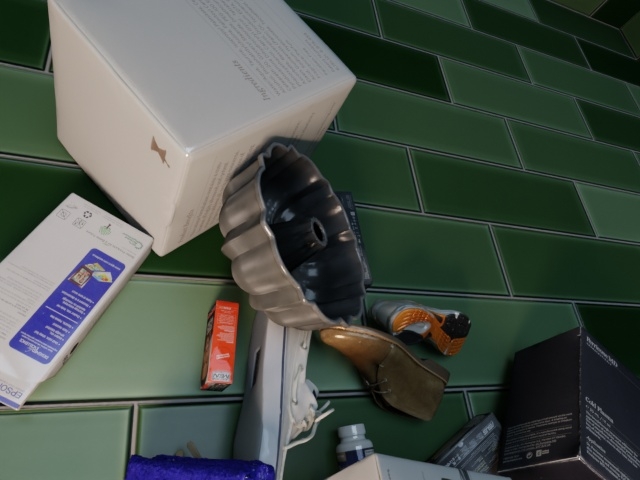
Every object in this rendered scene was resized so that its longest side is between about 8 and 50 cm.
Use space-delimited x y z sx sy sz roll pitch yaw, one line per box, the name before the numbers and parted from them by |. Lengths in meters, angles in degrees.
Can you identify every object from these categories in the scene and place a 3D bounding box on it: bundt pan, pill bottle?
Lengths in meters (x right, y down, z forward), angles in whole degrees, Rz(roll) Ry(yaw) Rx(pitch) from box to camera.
bundt pan | -0.053 0.006 0.797 0.331 0.124 0.330 48 30 -39
pill bottle | 0.063 0.388 0.809 0.067 0.067 0.120 3 62 -25

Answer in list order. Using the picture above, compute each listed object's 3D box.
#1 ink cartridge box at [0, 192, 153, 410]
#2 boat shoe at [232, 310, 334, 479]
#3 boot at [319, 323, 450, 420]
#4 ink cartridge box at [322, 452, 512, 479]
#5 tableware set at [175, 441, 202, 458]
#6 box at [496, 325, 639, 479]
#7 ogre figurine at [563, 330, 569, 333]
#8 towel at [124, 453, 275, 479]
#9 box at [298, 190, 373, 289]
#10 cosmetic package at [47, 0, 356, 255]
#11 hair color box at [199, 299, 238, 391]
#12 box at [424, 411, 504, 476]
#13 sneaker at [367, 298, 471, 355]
ink cartridge box | -0.434 0.087 0.742 0.166 0.065 0.332 32 52 -6
boat shoe | -0.048 0.275 0.792 0.157 0.135 0.366 18 47 -19
boot | 0.118 0.249 0.883 0.305 0.112 0.115 32 65 -18
ink cartridge box | 0.126 0.425 0.665 0.308 0.223 0.128 26 35 -31
tableware set | -0.193 0.416 0.680 0.128 0.039 0.194 -34 74 -12
box | 0.558 0.414 0.925 0.343 0.179 0.312 42 45 -5
ogre figurine | 0.662 0.323 1.125 0.118 0.097 0.196 -20 88 -51
towel | -0.175 0.439 0.578 0.228 0.076 0.307 -4 65 13
box | 0.000 0.000 1.003 0.184 0.059 0.232 0 64 -26
cosmetic package | -0.218 -0.248 0.869 0.327 0.329 0.394 49 53 6
hair color box | -0.176 0.183 0.806 0.043 0.072 0.141 11 58 -21
box | 0.300 0.471 0.883 0.231 0.056 0.183 -23 76 -34
sneaker | 0.214 0.170 0.992 0.263 0.121 0.099 22 93 -37
